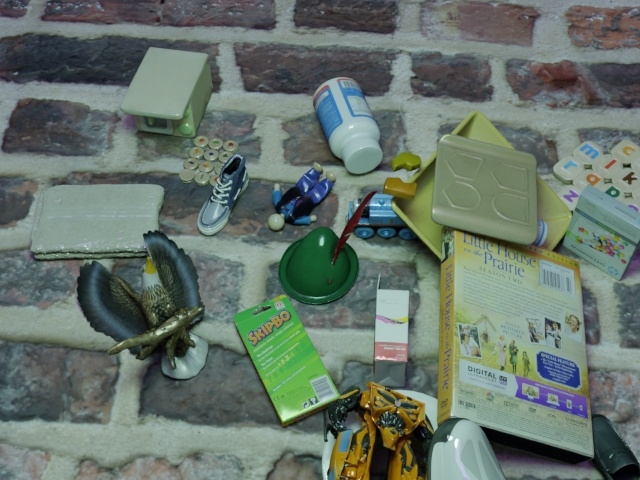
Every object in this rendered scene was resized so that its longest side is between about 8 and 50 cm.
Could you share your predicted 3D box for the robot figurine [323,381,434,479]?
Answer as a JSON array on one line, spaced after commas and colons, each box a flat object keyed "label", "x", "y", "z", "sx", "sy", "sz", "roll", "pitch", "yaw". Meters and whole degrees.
[{"label": "robot figurine", "x": 0.105, "y": 0.354, "z": 1.384, "sx": 0.211, "sy": 0.085, "sz": 0.291, "roll": 22, "pitch": 39, "yaw": -6}]

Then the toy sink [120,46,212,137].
[{"label": "toy sink", "x": -0.366, "y": -0.338, "z": 2.025, "sx": 0.153, "sy": 0.131, "sz": 0.234, "roll": 7, "pitch": 50, "yaw": 6}]

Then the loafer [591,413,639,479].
[{"label": "loafer", "x": 0.543, "y": 0.408, "z": 1.509, "sx": 0.076, "sy": 0.078, "sz": 0.223, "roll": -13, "pitch": 55, "yaw": -8}]

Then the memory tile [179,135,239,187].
[{"label": "memory tile", "x": -0.264, "y": -0.189, "z": 1.989, "sx": 0.113, "sy": 0.012, "sz": 0.148, "roll": 10, "pitch": 56, "yaw": 8}]

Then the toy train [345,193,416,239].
[{"label": "toy train", "x": 0.146, "y": -0.058, "z": 1.831, "sx": 0.184, "sy": 0.105, "sz": 0.080, "roll": 2, "pitch": 54, "yaw": 2}]

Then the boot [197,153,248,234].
[{"label": "boot", "x": -0.223, "y": -0.106, "z": 1.884, "sx": 0.069, "sy": 0.086, "sz": 0.190, "roll": 18, "pitch": 57, "yaw": 13}]

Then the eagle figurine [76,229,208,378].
[{"label": "eagle figurine", "x": -0.340, "y": 0.121, "z": 1.693, "sx": 0.226, "sy": 0.225, "sz": 0.298, "roll": 19, "pitch": 9, "yaw": -34}]

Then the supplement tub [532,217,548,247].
[{"label": "supplement tub", "x": 0.403, "y": -0.026, "z": 1.716, "sx": 0.107, "sy": 0.071, "sz": 0.071, "roll": 19, "pitch": 53, "yaw": -17}]

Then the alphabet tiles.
[{"label": "alphabet tiles", "x": 0.678, "y": -0.114, "z": 1.915, "sx": 0.278, "sy": 0.021, "sz": 0.284, "roll": -37, "pitch": 62, "yaw": -22}]

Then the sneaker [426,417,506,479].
[{"label": "sneaker", "x": 0.343, "y": 0.470, "z": 1.277, "sx": 0.169, "sy": 0.257, "sz": 0.447, "roll": -12, "pitch": 80, "yaw": -48}]

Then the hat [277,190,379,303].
[{"label": "hat", "x": 0.000, "y": 0.000, "z": 1.744, "sx": 0.173, "sy": 0.183, "sz": 0.208, "roll": 21, "pitch": 57, "yaw": 15}]

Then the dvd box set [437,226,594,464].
[{"label": "dvd box set", "x": 0.366, "y": 0.183, "z": 1.592, "sx": 0.308, "sy": 0.062, "sz": 0.420, "roll": 18, "pitch": 56, "yaw": -18}]

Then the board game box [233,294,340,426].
[{"label": "board game box", "x": -0.072, "y": 0.233, "z": 1.672, "sx": 0.124, "sy": 0.039, "sz": 0.259, "roll": -21, "pitch": 60, "yaw": -14}]

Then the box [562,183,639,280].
[{"label": "box", "x": 0.590, "y": -0.015, "z": 1.743, "sx": 0.145, "sy": 0.186, "sz": 0.038, "roll": 36, "pitch": 65, "yaw": 23}]

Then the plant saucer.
[{"label": "plant saucer", "x": 0.332, "y": -0.054, "z": 1.777, "sx": 0.333, "sy": 0.081, "sz": 0.333, "roll": 47, "pitch": 63, "yaw": -6}]

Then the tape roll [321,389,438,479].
[{"label": "tape roll", "x": 0.143, "y": 0.416, "z": 1.498, "sx": 0.286, "sy": 0.100, "sz": 0.286, "roll": 0, "pitch": 54, "yaw": 0}]

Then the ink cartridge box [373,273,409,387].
[{"label": "ink cartridge box", "x": 0.141, "y": 0.175, "z": 1.659, "sx": 0.067, "sy": 0.115, "sz": 0.198, "roll": 2, "pitch": 55, "yaw": 4}]

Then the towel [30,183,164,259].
[{"label": "towel", "x": -0.495, "y": -0.041, "z": 1.868, "sx": 0.282, "sy": 0.049, "sz": 0.187, "roll": 0, "pitch": 56, "yaw": 0}]

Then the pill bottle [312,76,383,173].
[{"label": "pill bottle", "x": 0.068, "y": -0.267, "z": 1.971, "sx": 0.124, "sy": 0.124, "sz": 0.221, "roll": -13, "pitch": 55, "yaw": -8}]

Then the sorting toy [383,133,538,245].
[{"label": "sorting toy", "x": 0.282, "y": -0.112, "z": 1.677, "sx": 0.307, "sy": 0.041, "sz": 0.229, "roll": 14, "pitch": 53, "yaw": -2}]

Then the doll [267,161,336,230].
[{"label": "doll", "x": -0.052, "y": -0.093, "z": 1.896, "sx": 0.129, "sy": 0.046, "sz": 0.189, "roll": 36, "pitch": 69, "yaw": 13}]
